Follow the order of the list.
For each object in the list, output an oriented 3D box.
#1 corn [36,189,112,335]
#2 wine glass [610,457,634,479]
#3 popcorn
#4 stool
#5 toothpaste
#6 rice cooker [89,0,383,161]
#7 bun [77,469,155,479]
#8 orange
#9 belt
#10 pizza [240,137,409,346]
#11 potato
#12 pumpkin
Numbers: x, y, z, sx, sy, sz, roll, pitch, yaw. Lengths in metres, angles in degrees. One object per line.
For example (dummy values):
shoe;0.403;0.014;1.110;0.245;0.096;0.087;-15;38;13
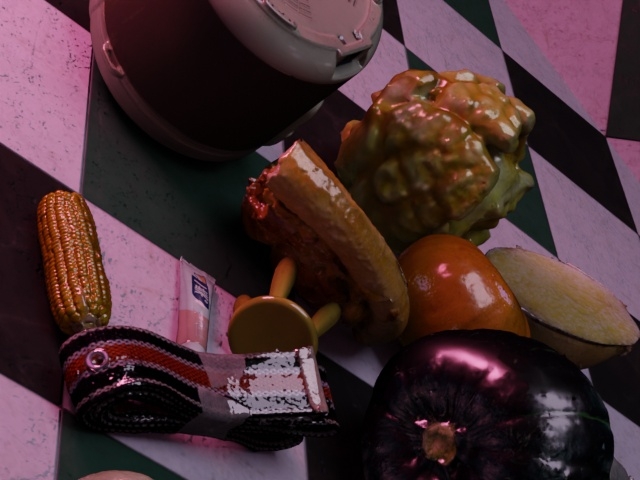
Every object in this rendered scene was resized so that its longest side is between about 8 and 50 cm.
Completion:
corn;-0.269;0.026;1.756;0.068;0.068;0.207;28;31;-38
wine glass;0.300;0.310;2.201;0.321;0.143;0.143;26;34;-42
popcorn;0.164;-0.103;2.381;0.274;0.335;0.279;36;37;-5
stool;-0.048;0.100;1.963;0.135;0.134;0.110;4;24;9
toothpaste;-0.150;0.088;1.904;0.056;0.036;0.205;40;23;-22
rice cooker;-0.114;-0.287;2.133;0.335;0.325;0.335;24;49;-31
bun;-0.179;0.297;1.386;0.195;0.195;0.118;58;25;17
orange;0.185;0.107;2.236;0.240;0.171;0.240;55;1;-2
belt;-0.128;0.165;1.748;0.360;0.126;0.094;13;53;-43
pizza;0.000;0.000;2.060;0.278;0.114;0.409;38;-18;31
potato;0.362;0.120;2.595;0.299;0.116;0.239;14;36;-35
pumpkin;0.207;0.253;1.943;0.238;0.315;0.315;28;32;-50
